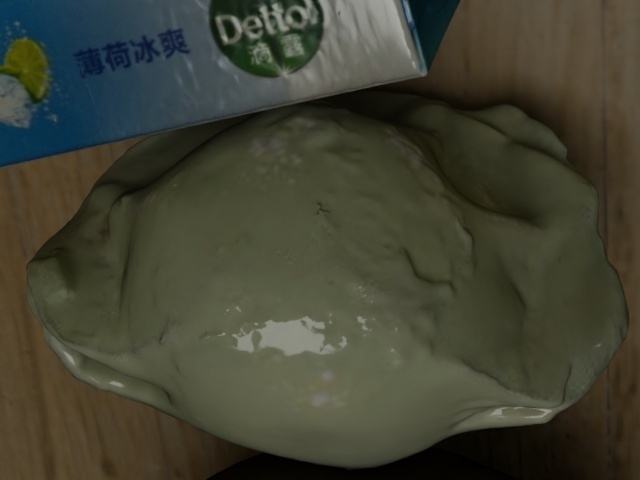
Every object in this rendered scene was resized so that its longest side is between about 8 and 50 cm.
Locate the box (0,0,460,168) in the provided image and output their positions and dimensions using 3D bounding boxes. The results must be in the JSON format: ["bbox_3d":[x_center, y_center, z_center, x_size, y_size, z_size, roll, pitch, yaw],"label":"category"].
[{"bbox_3d":[-0.045,-0.103,0.558,0.194,0.139,0.073,-10,113,18],"label":"box"}]

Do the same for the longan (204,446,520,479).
[{"bbox_3d":[0.023,0.239,0.622,0.319,0.319,0.318,6,117,12],"label":"longan"}]

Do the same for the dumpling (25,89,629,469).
[{"bbox_3d":[0.000,0.000,0.575,0.258,0.193,0.147,-2,146,7],"label":"dumpling"}]
